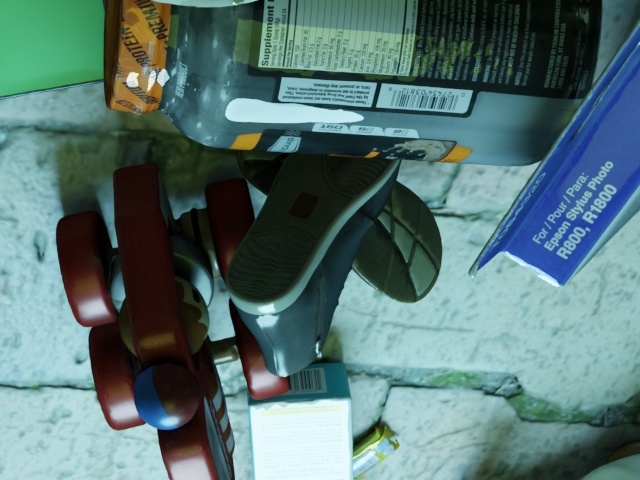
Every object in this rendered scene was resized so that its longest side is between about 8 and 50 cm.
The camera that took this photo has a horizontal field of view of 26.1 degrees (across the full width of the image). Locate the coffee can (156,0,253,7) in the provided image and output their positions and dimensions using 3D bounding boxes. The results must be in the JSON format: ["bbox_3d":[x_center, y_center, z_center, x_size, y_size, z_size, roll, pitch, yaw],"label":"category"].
[{"bbox_3d":[-0.066,-0.307,0.809,0.201,0.275,0.201,12,154,6],"label":"coffee can"}]

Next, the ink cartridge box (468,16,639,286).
[{"bbox_3d":[0.271,-0.119,1.052,0.071,0.330,0.324,37,119,11],"label":"ink cartridge box"}]

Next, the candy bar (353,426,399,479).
[{"bbox_3d":[0.014,0.246,1.438,0.161,0.018,0.040,-38,121,17],"label":"candy bar"}]

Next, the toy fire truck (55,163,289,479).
[{"bbox_3d":[-0.115,0.102,1.156,0.169,0.254,0.302,-12,128,-3],"label":"toy fire truck"}]

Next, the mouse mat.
[{"bbox_3d":[-0.260,-0.176,1.076,0.189,0.007,0.153,-9,127,-3],"label":"mouse mat"}]

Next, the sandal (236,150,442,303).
[{"bbox_3d":[0.017,-0.029,1.207,0.219,0.060,0.090,33,86,-15],"label":"sandal"}]

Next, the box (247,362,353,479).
[{"bbox_3d":[-0.018,0.239,1.382,0.100,0.060,0.244,-3,122,-3],"label":"box"}]

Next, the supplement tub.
[{"bbox_3d":[0.017,-0.164,1.015,0.337,0.207,0.207,3,125,-13],"label":"supplement tub"}]

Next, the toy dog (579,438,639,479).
[{"bbox_3d":[0.283,0.399,1.448,0.395,0.285,0.408,25,116,-27],"label":"toy dog"}]

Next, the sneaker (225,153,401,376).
[{"bbox_3d":[0.000,0.000,1.142,0.083,0.222,0.118,24,149,25],"label":"sneaker"}]
